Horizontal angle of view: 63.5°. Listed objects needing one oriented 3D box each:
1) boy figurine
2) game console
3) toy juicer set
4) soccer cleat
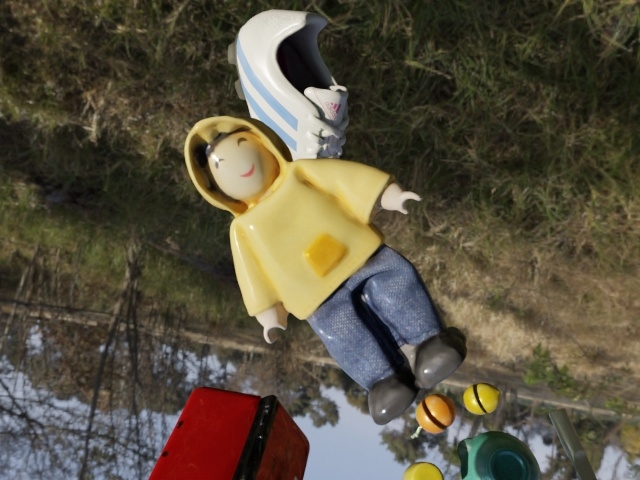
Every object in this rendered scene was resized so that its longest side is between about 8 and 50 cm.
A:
[{"bbox_3d":[0.000,0.000,0.429,0.285,0.177,0.092,52,-170,2],"label":"boy figurine"},{"bbox_3d":[-0.085,0.230,0.512,0.085,0.144,0.124,-20,116,24],"label":"game console"},{"bbox_3d":[0.311,0.358,0.887,0.329,0.209,0.089,6,149,6],"label":"toy juicer set"},{"bbox_3d":[-0.020,-0.125,0.669,0.143,0.331,0.116,3,-153,40],"label":"soccer cleat"}]
